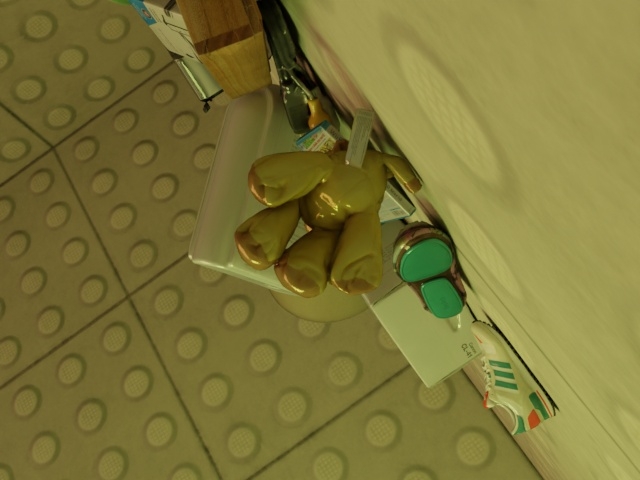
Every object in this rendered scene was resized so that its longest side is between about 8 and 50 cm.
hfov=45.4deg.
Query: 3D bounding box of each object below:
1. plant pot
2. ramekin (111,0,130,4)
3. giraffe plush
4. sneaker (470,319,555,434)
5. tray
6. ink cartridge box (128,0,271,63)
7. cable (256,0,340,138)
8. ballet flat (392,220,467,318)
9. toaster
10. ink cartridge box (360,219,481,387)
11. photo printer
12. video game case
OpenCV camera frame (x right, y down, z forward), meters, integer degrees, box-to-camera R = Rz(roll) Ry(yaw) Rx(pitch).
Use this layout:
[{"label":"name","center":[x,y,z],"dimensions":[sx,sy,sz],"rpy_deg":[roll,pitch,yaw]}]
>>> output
[{"label":"plant pot","center":[0.000,0.000,1.526],"dimensions":[0.284,0.284,0.191],"rpy_deg":[55,175,27]},{"label":"ramekin","center":[-0.431,-0.640,1.530],"dimensions":[0.303,0.148,0.303],"rpy_deg":[42,-154,-26]},{"label":"giraffe plush","center":[0.011,-0.050,0.877],"dimensions":[0.181,0.210,0.170],"rpy_deg":[30,-172,-3]},{"label":"sneaker","center":[0.238,0.184,1.022],"dimensions":[0.161,0.075,0.057],"rpy_deg":[55,-179,16]},{"label":"tray","center":[-0.125,-0.293,0.902],"dimensions":[0.411,0.076,0.203],"rpy_deg":[-124,14,-84]},{"label":"ink cartridge box","center":[-0.192,-0.357,1.244],"dimensions":[0.203,0.086,0.148],"rpy_deg":[28,167,31]},{"label":"cable","center":[-0.026,-0.232,1.027],"dimensions":[0.287,0.072,0.139],"rpy_deg":[75,-179,-55]},{"label":"ballet flat","center":[0.133,0.024,0.949],"dimensions":[0.221,0.076,0.079],"rpy_deg":[53,-159,-55]},{"label":"toaster","center":[-0.196,-0.358,1.440],"dimensions":[0.110,0.168,0.186],"rpy_deg":[55,-179,-38]},{"label":"ink cartridge box","center":[0.127,0.065,1.297],"dimensions":[0.226,0.131,0.306],"rpy_deg":[54,-178,-33]},{"label":"photo printer","center":[-0.072,-0.083,1.218],"dimensions":[0.107,0.308,0.256],"rpy_deg":[9,172,32]},{"label":"video game case","center":[0.044,-0.088,1.030],"dimensions":[0.166,0.015,0.119],"rpy_deg":[44,166,-10]}]
